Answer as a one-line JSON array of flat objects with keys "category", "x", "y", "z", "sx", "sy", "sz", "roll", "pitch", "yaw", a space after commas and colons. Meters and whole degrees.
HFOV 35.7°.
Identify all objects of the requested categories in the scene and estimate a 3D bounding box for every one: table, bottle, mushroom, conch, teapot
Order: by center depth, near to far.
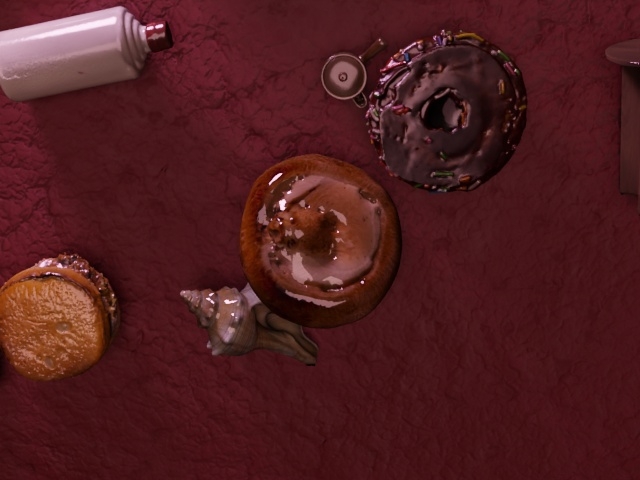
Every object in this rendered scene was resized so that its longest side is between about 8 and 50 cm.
[{"category": "table", "x": 0.487, "y": -0.160, "z": 1.404, "sx": 0.167, "sy": 0.167, "sz": 0.226, "roll": -5, "pitch": 112, "yaw": 2}, {"category": "bottle", "x": -0.331, "y": -0.268, "z": 1.409, "sx": 0.245, "sy": 0.104, "sz": 0.104, "roll": -10, "pitch": 103, "yaw": 4}, {"category": "teapot", "x": 0.056, "y": -0.243, "z": 1.419, "sx": 0.110, "sy": 0.080, "sz": 0.085, "roll": -39, "pitch": 100, "yaw": 10}, {"category": "mushroom", "x": 0.000, "y": 0.000, "z": 1.428, "sx": 0.253, "sy": 0.153, "sz": 0.253, "roll": 3, "pitch": 79, "yaw": -13}, {"category": "conch", "x": -0.107, "y": 0.109, "z": 1.505, "sx": 0.234, "sy": 0.114, "sz": 0.137, "roll": 2, "pitch": 116, "yaw": -35}]

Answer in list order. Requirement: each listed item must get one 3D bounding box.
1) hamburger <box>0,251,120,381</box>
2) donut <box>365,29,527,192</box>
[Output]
[{"category": "hamburger", "x": -0.393, "y": 0.108, "z": 1.497, "sx": 0.182, "sy": 0.118, "sz": 0.191, "roll": 12, "pitch": 107, "yaw": -5}, {"category": "donut", "x": 0.175, "y": -0.185, "z": 1.418, "sx": 0.235, "sy": 0.089, "sz": 0.235, "roll": -2, "pitch": 106, "yaw": -6}]
